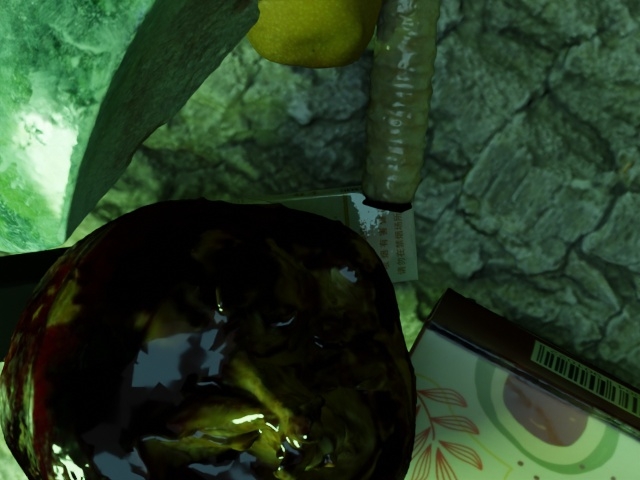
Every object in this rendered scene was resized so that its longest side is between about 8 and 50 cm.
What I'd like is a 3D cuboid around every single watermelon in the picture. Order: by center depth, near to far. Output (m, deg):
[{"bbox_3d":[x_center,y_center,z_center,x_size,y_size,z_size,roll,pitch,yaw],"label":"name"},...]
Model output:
[{"bbox_3d":[-0.162,-0.166,1.254,0.228,0.258,0.387,46,124,19],"label":"watermelon"}]

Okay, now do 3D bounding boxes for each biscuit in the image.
[{"bbox_3d":[0.066,-0.130,1.412,0.061,0.055,0.219,-6,106,-46],"label":"biscuit"}]

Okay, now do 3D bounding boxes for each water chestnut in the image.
[{"bbox_3d":[-0.068,0.119,1.312,0.335,0.347,0.335,4,79,-24],"label":"water chestnut"}]

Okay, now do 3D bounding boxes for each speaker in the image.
[{"bbox_3d":[-0.250,0.053,1.398,0.218,0.044,0.082,-10,124,-40],"label":"speaker"}]

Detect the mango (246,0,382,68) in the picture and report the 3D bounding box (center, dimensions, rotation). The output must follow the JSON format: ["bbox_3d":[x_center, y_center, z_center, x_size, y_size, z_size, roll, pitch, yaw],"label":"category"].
[{"bbox_3d":[-0.061,-0.283,1.305,0.187,0.144,0.359,-23,120,36],"label":"mango"}]

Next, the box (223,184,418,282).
[{"bbox_3d":[0.000,0.000,1.480,0.167,0.024,0.090,-7,110,-4],"label":"box"}]

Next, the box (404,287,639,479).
[{"bbox_3d":[0.170,0.294,1.502,0.344,0.122,0.385,28,105,5],"label":"box"}]
